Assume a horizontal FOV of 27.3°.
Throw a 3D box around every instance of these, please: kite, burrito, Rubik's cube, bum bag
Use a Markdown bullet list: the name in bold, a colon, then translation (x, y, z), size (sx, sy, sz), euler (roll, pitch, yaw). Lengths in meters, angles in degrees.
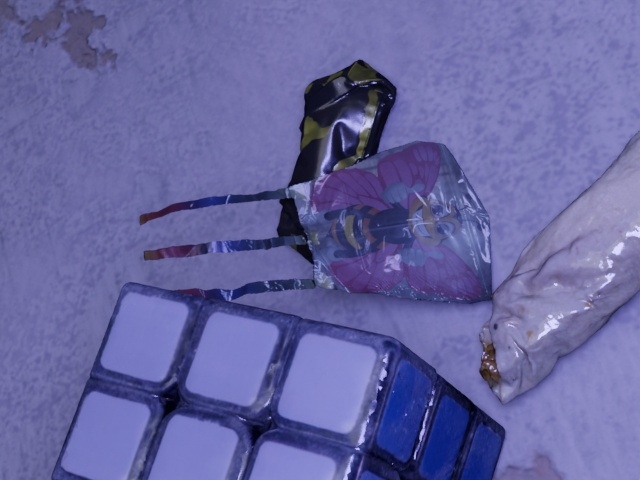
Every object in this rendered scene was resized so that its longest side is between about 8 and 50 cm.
- **kite**: translation (0.000, -0.002, 1.347), size (0.360, 0.022, 0.204), euler (-10, 59, -9)
- **burrito**: translation (0.287, -0.009, 1.272), size (0.392, 0.076, 0.117), euler (-46, 54, 7)
- **Rubik's cube**: translation (-0.044, 0.242, 1.225), size (0.303, 0.305, 0.301), euler (11, 73, 32)
- **bum bag**: translation (0.016, -0.087, 1.443), size (0.106, 0.060, 0.232), euler (10, 83, 21)
